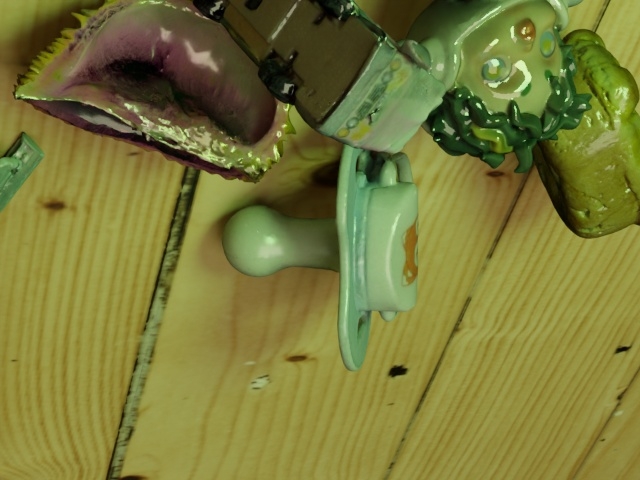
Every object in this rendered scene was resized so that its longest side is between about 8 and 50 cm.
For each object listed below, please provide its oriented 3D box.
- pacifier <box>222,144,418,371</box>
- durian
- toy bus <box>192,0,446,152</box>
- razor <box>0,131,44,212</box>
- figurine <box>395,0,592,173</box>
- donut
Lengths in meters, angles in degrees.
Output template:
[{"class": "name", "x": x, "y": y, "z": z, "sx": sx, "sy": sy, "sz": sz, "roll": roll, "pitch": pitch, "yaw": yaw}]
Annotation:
[{"class": "pacifier", "x": 0.000, "y": 0.000, "z": 1.209, "sx": 0.233, "sy": 0.244, "sz": 0.299, "roll": 2, "pitch": 105, "yaw": 6}, {"class": "durian", "x": -0.152, "y": -0.155, "z": 0.998, "sx": 0.260, "sy": 0.154, "sz": 0.186, "roll": 34, "pitch": 88, "yaw": -30}, {"class": "toy bus", "x": -0.013, "y": -0.197, "z": 0.915, "sx": 0.138, "sy": 0.317, "sz": 0.112, "roll": 19, "pitch": 117, "yaw": -44}, {"class": "razor", "x": -0.405, "y": -0.095, "z": 0.955, "sx": 0.278, "sy": 0.056, "sz": 0.111, "roll": 28, "pitch": 111, "yaw": -43}, {"class": "figurine", "x": 0.163, "y": -0.249, "z": 1.038, "sx": 0.261, "sy": 0.186, "sz": 0.382, "roll": -22, "pitch": 118, "yaw": -8}, {"class": "donut", "x": 0.327, "y": -0.127, "z": 1.257, "sx": 0.128, "sy": 0.208, "sz": 0.261, "roll": -24, "pitch": 122, "yaw": 7}]
